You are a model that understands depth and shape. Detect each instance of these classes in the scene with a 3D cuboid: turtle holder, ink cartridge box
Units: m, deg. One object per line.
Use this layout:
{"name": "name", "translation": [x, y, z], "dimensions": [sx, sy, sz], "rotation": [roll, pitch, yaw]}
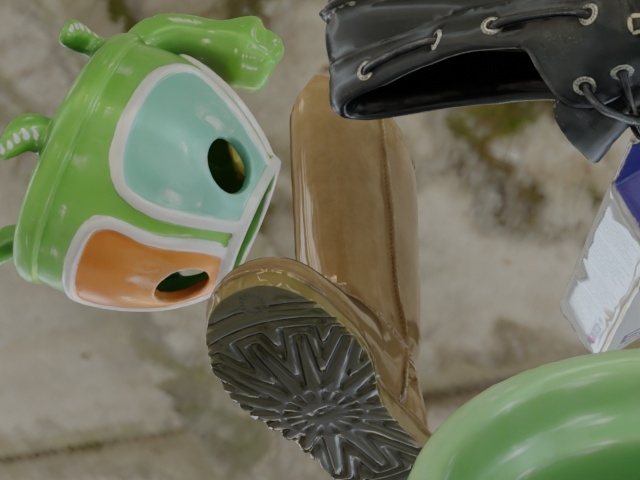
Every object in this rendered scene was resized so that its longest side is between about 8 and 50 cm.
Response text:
{"name": "turtle holder", "translation": [-0.157, -0.070, 1.729], "dimensions": [0.227, 0.320, 0.243], "rotation": [21, -61, 4]}
{"name": "ink cartridge box", "translation": [0.344, -0.061, 1.348], "dimensions": [0.071, 0.324, 0.330], "rotation": [56, -12, 16]}

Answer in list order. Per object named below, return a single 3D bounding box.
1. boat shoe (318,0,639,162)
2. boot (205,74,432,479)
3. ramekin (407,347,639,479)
{"name": "boat shoe", "translation": [0.141, -0.100, 1.004], "dimensions": [0.340, 0.113, 0.127], "rotation": [8, -8, 30]}
{"name": "boot", "translation": [0.000, 0.000, 1.150], "dimensions": [0.089, 0.269, 0.236], "rotation": [-15, -41, 16]}
{"name": "ramekin", "translation": [0.180, 0.188, 0.798], "dimensions": [0.303, 0.303, 0.148], "rotation": [12, -60, 14]}
